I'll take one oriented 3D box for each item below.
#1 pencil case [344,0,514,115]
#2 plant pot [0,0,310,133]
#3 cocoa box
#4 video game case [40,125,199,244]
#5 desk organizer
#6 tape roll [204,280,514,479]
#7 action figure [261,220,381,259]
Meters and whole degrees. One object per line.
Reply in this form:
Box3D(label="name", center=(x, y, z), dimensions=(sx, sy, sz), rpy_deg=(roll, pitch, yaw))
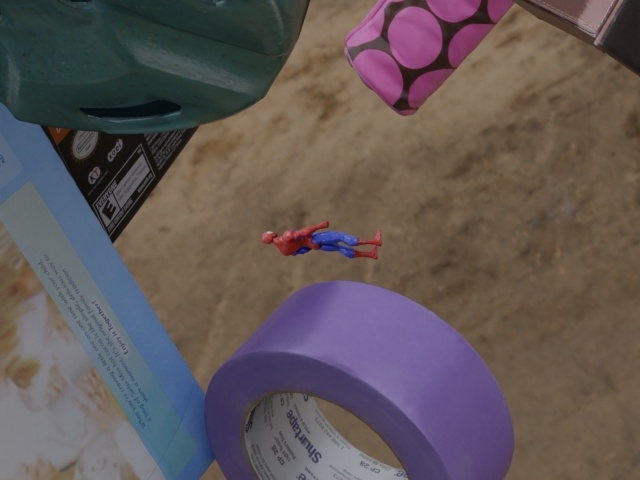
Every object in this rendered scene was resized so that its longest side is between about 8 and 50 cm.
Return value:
Box3D(label="pencil case", center=(0.103, -0.207, 1.149), dimensions=(0.209, 0.098, 0.095), rpy_deg=(-51, 24, 27))
Box3D(label="plant pot", center=(-0.102, -0.248, 0.583), dimensions=(0.341, 0.341, 0.334), rpy_deg=(-5, 64, 37))
Box3D(label="cocoa box", center=(-0.269, 0.075, 0.872), dimensions=(0.228, 0.347, 0.231), rpy_deg=(-13, 25, 39))
Box3D(label="video game case", center=(-0.151, -0.169, 1.015), dimensions=(0.035, 0.248, 0.275), rpy_deg=(7, 46, 27))
Box3D(label="desk organizer", center=(0.109, -0.077, 0.447), dimensions=(0.050, 0.130, 0.047), rpy_deg=(35, 101, 34))
Box3D(label="tape roll", center=(0.024, 0.125, 0.872), dimensions=(0.189, 0.189, 0.080), rpy_deg=(-4, 30, 39))
Box3D(label="action figure", center=(0.000, 0.000, 1.320), dimensions=(0.115, 0.038, 0.030), rpy_deg=(1, 57, -10))
